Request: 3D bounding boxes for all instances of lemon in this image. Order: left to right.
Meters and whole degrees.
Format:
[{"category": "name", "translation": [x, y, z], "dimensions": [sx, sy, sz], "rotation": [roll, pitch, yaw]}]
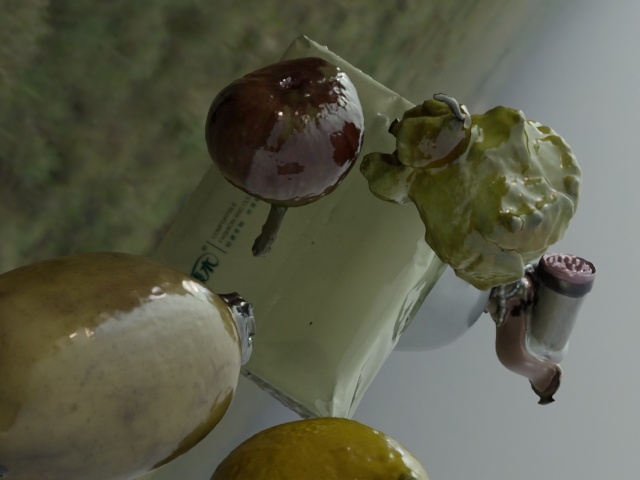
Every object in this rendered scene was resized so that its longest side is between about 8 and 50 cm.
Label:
[{"category": "lemon", "translation": [-0.003, 0.239, 1.315], "dimensions": [0.244, 0.187, 0.187], "rotation": [-19, -159, 35]}]

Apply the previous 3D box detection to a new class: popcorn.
[{"category": "popcorn", "translation": [0.152, -0.063, 1.486], "dimensions": [0.168, 0.195, 0.173], "rotation": [-47, -171, -9]}]

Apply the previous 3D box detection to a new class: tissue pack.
[{"category": "tissue pack", "translation": [0.000, 0.000, 1.853], "dimensions": [0.380, 0.297, 0.207], "rotation": [-59, 169, -6]}]

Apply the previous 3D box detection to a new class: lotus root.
[{"category": "lotus root", "translation": [-0.148, 0.088, 1.137], "dimensions": [0.310, 0.183, 0.183], "rotation": [-13, 147, -48]}]

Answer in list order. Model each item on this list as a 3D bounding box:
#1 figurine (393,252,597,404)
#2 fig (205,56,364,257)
[{"category": "figurine", "translation": [0.171, 0.060, 2.069], "dimensions": [0.253, 0.361, 0.211], "rotation": [126, -17, -63]}, {"category": "fig", "translation": [-0.047, -0.089, 1.555], "dimensions": [0.160, 0.143, 0.231], "rotation": [-31, 173, -27]}]
